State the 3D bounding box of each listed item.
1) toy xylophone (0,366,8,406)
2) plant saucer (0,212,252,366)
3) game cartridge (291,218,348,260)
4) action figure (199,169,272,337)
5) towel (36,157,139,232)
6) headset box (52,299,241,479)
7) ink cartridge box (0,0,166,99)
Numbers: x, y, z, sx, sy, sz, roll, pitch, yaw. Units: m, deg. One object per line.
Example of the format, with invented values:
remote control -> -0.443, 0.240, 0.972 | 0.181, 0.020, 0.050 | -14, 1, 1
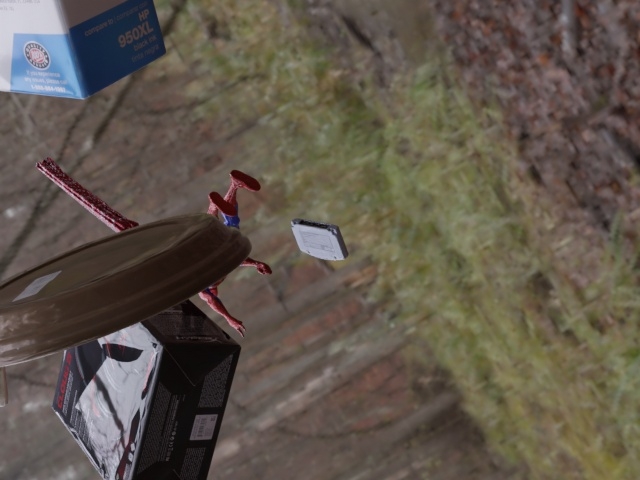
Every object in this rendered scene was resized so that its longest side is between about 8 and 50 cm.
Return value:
toy xylophone -> -0.650, 0.233, 1.804 | 0.322, 0.081, 0.236 | -41, -53, -62
plant saucer -> -0.195, 0.036, 0.958 | 0.278, 0.277, 0.041 | -128, 18, -77
game cartridge -> 0.000, 0.000, 1.476 | 0.083, 0.017, 0.056 | 12, 130, 41
action figure -> -0.122, 0.033, 1.624 | 0.139, 0.091, 0.280 | 38, 145, 8
towel -> -0.360, -0.038, 1.907 | 0.275, 0.031, 0.199 | 33, 170, 34
headset box -> -0.237, 0.171, 1.402 | 0.293, 0.110, 0.218 | 34, 113, 51
ink cartridge box -> -0.388, -0.397, 1.381 | 0.285, 0.166, 0.395 | 11, 125, 35
